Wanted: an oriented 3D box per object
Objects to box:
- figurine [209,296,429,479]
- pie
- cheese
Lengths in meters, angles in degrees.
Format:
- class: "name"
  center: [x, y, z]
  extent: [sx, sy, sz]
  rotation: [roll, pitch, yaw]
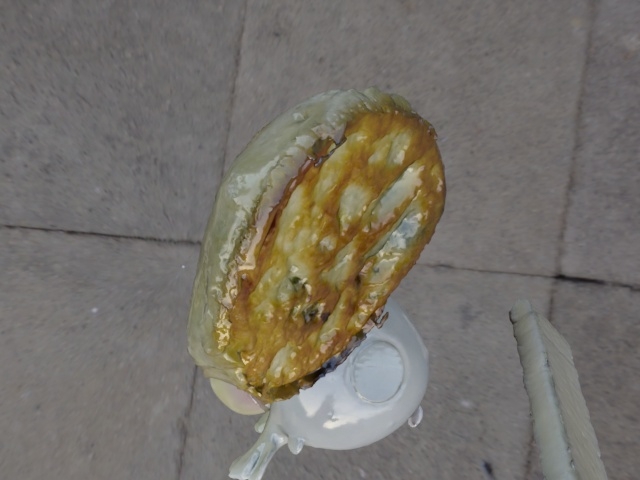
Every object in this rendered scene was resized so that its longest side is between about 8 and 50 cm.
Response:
- class: "figurine"
  center: [-0.047, 0.180, 1.372]
  extent: [0.226, 0.394, 0.274]
  rotation: [45, 66, -19]
- class: "pie"
  center: [0.000, 0.000, 0.996]
  extent: [0.092, 0.315, 0.315]
  rotation: [35, 83, 33]
- class: "cheese"
  center: [0.211, 0.162, 0.943]
  extent: [0.034, 0.400, 0.085]
  rotation: [-37, 104, 18]
